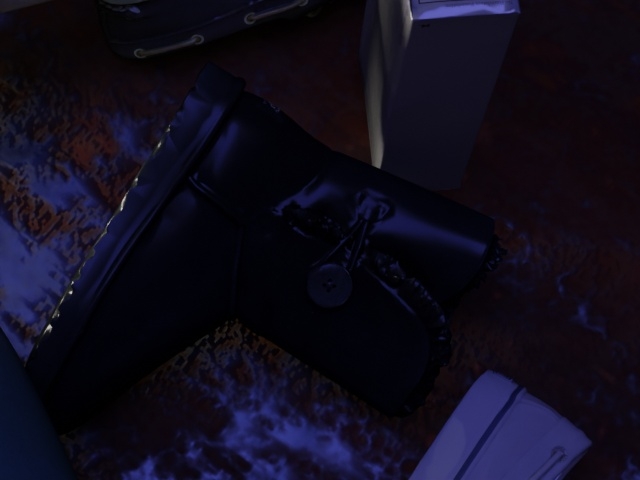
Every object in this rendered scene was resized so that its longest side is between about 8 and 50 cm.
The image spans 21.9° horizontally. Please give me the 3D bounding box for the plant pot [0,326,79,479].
[{"bbox_3d":[-0.272,0.114,0.826,0.293,0.293,0.235,-19,59,-8],"label":"plant pot"}]

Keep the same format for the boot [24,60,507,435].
[{"bbox_3d":[-0.036,0.049,0.936,0.207,0.094,0.246,32,95,-5],"label":"boot"}]

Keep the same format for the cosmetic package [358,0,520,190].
[{"bbox_3d":[0.062,-0.113,0.925,0.060,0.239,0.098,-3,71,-4],"label":"cosmetic package"}]

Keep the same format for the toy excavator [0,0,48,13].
[{"bbox_3d":[-0.026,-0.289,0.968,0.222,0.433,0.445,35,107,35],"label":"toy excavator"}]

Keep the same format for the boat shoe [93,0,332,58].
[{"bbox_3d":[-0.031,-0.173,1.037,0.228,0.068,0.081,-15,43,-7],"label":"boat shoe"}]

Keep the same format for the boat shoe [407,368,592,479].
[{"bbox_3d":[0.061,0.191,0.895,0.084,0.095,0.258,30,74,13],"label":"boat shoe"}]
